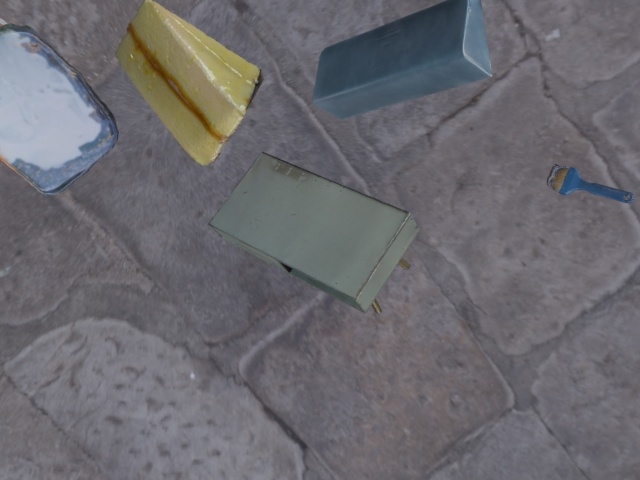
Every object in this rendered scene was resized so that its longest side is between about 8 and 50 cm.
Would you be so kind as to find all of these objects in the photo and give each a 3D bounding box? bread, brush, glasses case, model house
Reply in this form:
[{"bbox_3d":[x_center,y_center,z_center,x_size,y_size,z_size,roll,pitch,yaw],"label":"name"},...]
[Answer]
[{"bbox_3d":[-0.260,-0.284,1.490,0.264,0.163,0.167,30,126,-14],"label":"bread"},{"bbox_3d":[0.467,-0.093,1.418,0.014,0.164,0.051,17,95,-46],"label":"brush"},{"bbox_3d":[0.094,-0.235,1.075,0.056,0.266,0.105,-11,92,-43],"label":"glasses case"},{"bbox_3d":[-0.521,-0.260,1.406,0.190,0.301,0.271,-44,130,-5],"label":"model house"}]

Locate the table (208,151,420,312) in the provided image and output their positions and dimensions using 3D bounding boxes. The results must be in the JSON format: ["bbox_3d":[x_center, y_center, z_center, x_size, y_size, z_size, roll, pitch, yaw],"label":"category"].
[{"bbox_3d":[0.000,0.000,1.015,0.121,0.240,0.111,-55,144,-13],"label":"table"}]
